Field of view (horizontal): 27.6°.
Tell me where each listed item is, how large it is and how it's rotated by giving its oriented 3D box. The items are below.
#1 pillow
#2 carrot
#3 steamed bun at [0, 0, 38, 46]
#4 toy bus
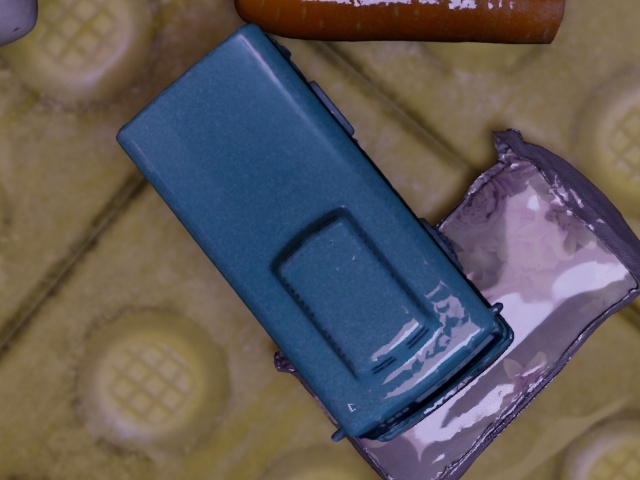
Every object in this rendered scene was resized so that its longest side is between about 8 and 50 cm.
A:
[{"bbox_3d":[0.103,0.056,0.907,0.255,0.059,0.169,-44,90,3],"label":"pillow"},{"bbox_3d":[0.047,-0.163,0.864,0.225,0.067,0.067,1,99,-7],"label":"carrot"},{"bbox_3d":[-0.295,-0.173,0.783,0.242,0.164,0.146,-9,98,-2],"label":"steamed bun"},{"bbox_3d":[0.000,0.000,0.821,0.128,0.147,0.256,-39,81,6],"label":"toy bus"}]
